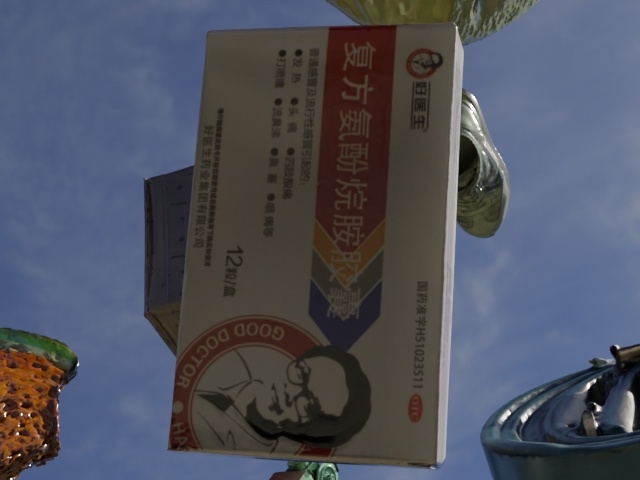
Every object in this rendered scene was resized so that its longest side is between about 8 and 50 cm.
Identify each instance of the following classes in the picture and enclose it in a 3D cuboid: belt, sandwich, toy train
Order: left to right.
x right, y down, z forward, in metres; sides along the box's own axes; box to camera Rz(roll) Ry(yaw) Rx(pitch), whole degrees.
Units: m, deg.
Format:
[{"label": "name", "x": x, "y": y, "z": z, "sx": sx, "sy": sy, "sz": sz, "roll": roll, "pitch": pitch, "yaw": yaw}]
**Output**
[{"label": "sandwich", "x": -0.302, "y": 0.145, "z": 0.947, "sx": 0.235, "sy": 0.159, "sz": 0.079, "roll": -26, "pitch": -21, "yaw": -49}, {"label": "toy train", "x": -0.007, "y": 0.345, "z": 1.386, "sx": 0.074, "sy": 0.118, "sz": 0.175, "roll": -12, "pitch": -67, "yaw": 37}, {"label": "belt", "x": 0.295, "y": 0.178, "z": 0.927, "sx": 0.300, "sy": 0.173, "sz": 0.436, "roll": -16, "pitch": 2, "yaw": 16}]

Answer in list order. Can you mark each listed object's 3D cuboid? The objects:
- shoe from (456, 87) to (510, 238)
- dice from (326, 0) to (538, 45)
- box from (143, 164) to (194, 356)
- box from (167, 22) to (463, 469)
[{"label": "shoe", "x": 0.215, "y": -0.099, "z": 1.736, "sx": 0.103, "sy": 0.098, "sz": 0.274, "roll": -12, "pitch": -50, "yaw": 23}, {"label": "dice", "x": 0.109, "y": -0.339, "z": 1.081, "sx": 0.233, "sy": 0.238, "sz": 0.226, "roll": -36, "pitch": -29, "yaw": -26}, {"label": "box", "x": -0.158, "y": 0.044, "z": 1.876, "sx": 0.191, "sy": 0.297, "sz": 0.225, "roll": -15, "pitch": -41, "yaw": 10}, {"label": "box", "x": 0.000, "y": 0.000, "z": 0.930, "sx": 0.214, "sy": 0.353, "sz": 0.069, "roll": 1, "pitch": -11, "yaw": 14}]
